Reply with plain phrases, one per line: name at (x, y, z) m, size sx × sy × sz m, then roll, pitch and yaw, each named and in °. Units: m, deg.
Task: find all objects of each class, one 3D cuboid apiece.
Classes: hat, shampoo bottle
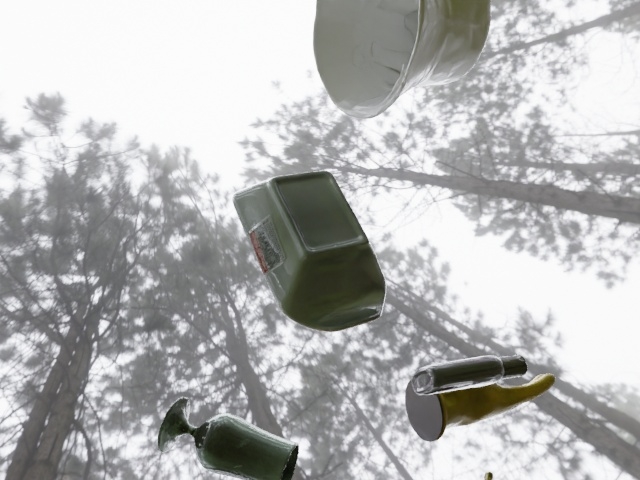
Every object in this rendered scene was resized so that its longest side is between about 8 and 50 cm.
hat at (0.088, -0.220, 0.546) m, size 0.126 × 0.203 × 0.203 m, roll -3°, pitch -79°, yaw -29°
shampoo bottle at (0.215, 0.187, 0.766) m, size 0.165 × 0.080 × 0.040 m, roll -3°, pitch -116°, yaw -19°

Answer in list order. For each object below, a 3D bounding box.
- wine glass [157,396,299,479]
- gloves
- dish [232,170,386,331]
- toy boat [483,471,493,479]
wine glass at (-0.158, 0.358, 0.947) m, size 0.231 × 0.103 × 0.103 m, roll 16°, pitch -84°, yaw 14°
gloves at (0.319, 0.299, 1.051) m, size 0.294 × 0.133 × 0.116 m, roll -4°, pitch -111°, yaw -24°
dish at (0.000, 0.000, 0.677) m, size 0.154 × 0.064 × 0.234 m, roll -12°, pitch -119°, yaw -28°
toy boat at (0.178, 0.473, 0.937) m, size 0.318 × 0.141 × 0.099 m, roll 1°, pitch -119°, yaw -22°
